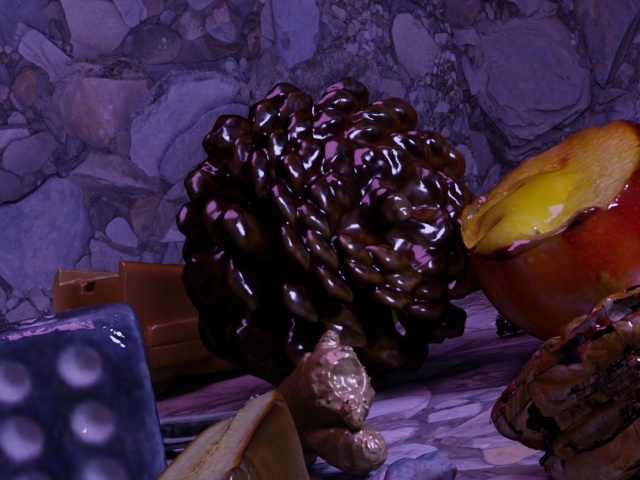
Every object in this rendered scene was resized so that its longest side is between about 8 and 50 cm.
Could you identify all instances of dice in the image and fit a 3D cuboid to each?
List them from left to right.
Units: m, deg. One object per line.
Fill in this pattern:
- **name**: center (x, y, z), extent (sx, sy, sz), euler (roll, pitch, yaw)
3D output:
- **dice**: center (-0.245, 0.160, 1.278), extent (0.182, 0.182, 0.183), euler (-13, 2, -8)

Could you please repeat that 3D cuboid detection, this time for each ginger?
- **ginger**: center (-0.006, 0.150, 1.223), extent (0.081, 0.115, 0.205), euler (-31, 9, -27)

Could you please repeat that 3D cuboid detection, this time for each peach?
- **peach**: center (0.286, -0.008, 1.512), extent (0.281, 0.281, 0.338), euler (-10, -13, 33)

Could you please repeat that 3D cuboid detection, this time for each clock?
- **clock**: center (-0.206, 0.123, 1.993), extent (0.317, 0.200, 0.244), euler (-3, 0, -38)

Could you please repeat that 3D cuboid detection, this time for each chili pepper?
- **chili pepper**: center (0.056, 0.186, 1.007), extent (0.153, 0.041, 0.050), euler (-15, -38, -46)

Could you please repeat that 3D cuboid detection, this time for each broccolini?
- **broccolini**: center (0.321, 0.098, 1.847), extent (0.218, 0.042, 0.044), euler (-6, -2, -36)

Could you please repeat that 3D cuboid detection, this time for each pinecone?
- **pinecone**: center (0.000, 0.000, 1.676), extent (0.398, 0.397, 0.398), euler (-11, 3, 1)

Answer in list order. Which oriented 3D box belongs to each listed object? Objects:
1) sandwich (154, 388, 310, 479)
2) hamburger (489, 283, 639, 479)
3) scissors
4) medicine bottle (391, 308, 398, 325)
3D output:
- **sandwich**: center (-0.064, 0.189, 1.029), extent (0.090, 0.088, 0.244), euler (-20, 5, 10)
- **hamburger**: center (0.232, 0.096, 0.949), extent (0.231, 0.106, 0.231), euler (-30, -21, -13)
- **scissors**: center (-0.187, 0.210, 1.459), extent (0.289, 0.041, 0.138), euler (-10, -5, 36)
- **medicine bottle**: center (0.095, 0.032, 1.909), extent (0.111, 0.076, 0.309), euler (14, -45, -13)
